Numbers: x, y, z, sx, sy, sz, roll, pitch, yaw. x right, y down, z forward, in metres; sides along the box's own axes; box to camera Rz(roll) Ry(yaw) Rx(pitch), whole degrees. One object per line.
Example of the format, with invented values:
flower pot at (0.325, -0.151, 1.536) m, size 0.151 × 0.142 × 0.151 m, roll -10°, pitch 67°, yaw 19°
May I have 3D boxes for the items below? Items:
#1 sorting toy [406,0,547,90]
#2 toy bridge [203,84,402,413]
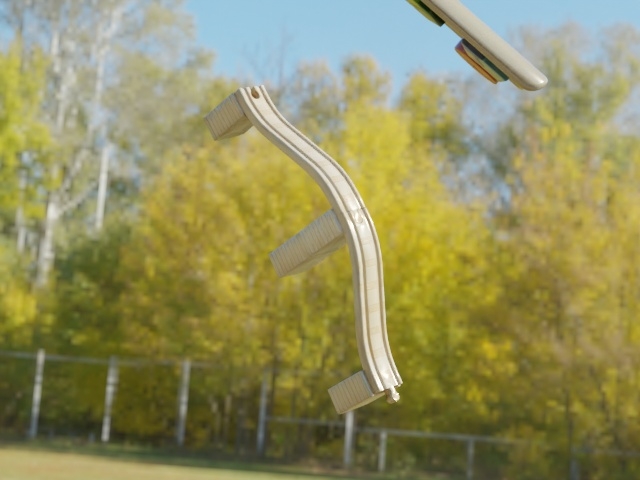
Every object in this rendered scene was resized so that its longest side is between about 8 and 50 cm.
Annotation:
sorting toy at (0.104, -0.257, 1.482) m, size 0.307 × 0.041 × 0.229 m, roll 41°, pitch 9°, yaw -2°
toy bridge at (0.000, 0.000, 0.750) m, size 0.026 × 0.188 × 0.063 m, roll -14°, pitch -16°, yaw -45°
